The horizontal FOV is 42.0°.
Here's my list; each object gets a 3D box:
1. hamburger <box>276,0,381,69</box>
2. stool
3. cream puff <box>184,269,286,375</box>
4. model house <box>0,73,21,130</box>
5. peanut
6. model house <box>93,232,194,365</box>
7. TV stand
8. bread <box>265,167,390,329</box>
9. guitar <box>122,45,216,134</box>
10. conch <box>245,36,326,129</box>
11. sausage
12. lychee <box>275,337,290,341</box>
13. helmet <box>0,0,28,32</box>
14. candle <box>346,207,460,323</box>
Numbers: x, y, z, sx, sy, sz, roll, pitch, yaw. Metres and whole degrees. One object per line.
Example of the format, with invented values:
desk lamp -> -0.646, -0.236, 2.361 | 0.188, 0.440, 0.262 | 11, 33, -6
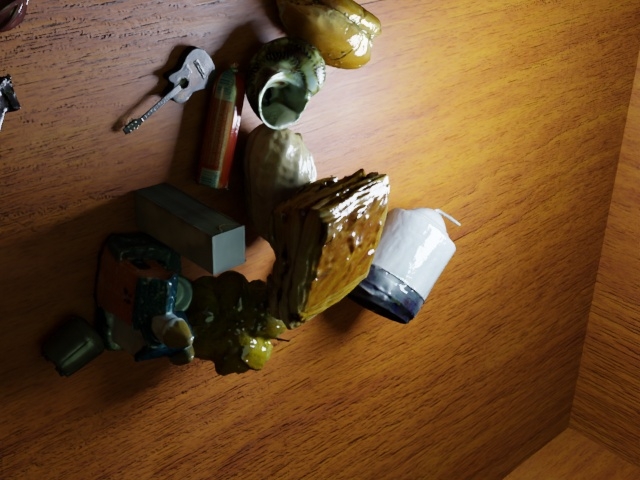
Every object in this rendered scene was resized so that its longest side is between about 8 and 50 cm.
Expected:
hamburger -> 0.029, -0.458, 1.792 | 0.283, 0.157, 0.144 | 21, 96, -51
stool -> -0.497, 0.214, 1.673 | 0.110, 0.096, 0.096 | -40, 135, -18
cream puff -> -0.202, 0.183, 1.864 | 0.244, 0.196, 0.244 | -12, 116, -26
model house -> -0.587, -0.226, 1.337 | 0.203, 0.141, 0.164 | 21, 73, -70
peanut -> -0.094, -0.110, 1.866 | 0.174, 0.158, 0.340 | -58, 156, -54
model house -> -0.317, 0.148, 1.677 | 0.184, 0.291, 0.253 | -3, 113, -40
TV stand -> -0.260, -0.027, 1.644 | 0.083, 0.269, 0.088 | -20, 124, -38
bread -> 0.000, 0.000, 1.787 | 0.277, 0.167, 0.324 | -29, 145, -42
guitar -> -0.302, -0.288, 1.645 | 0.233, 0.025, 0.088 | -45, 137, -17
conch -> -0.073, -0.335, 1.761 | 0.182, 0.124, 0.187 | -7, 108, -25
sausage -> -0.202, -0.240, 1.734 | 0.083, 0.083, 0.263 | -2, 111, -45
lychee -> -0.146, 0.180, 1.995 | 0.101, 0.114, 0.140 | -15, 98, -10
helmet -> -0.512, -0.382, 1.352 | 0.111, 0.057, 0.089 | -54, 136, -9
candle -> 0.227, 0.042, 2.231 | 0.342, 0.221, 0.221 | -58, 139, -9
